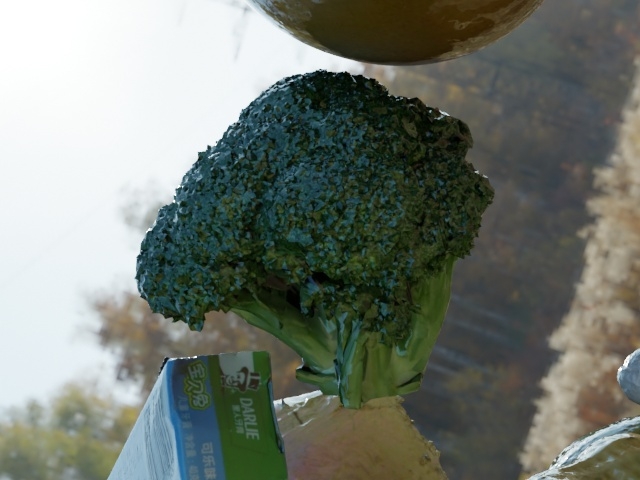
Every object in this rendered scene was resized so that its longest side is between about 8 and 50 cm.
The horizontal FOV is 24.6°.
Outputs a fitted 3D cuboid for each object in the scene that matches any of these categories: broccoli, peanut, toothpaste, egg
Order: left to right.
[{"bbox_3d":[-0.076,0.132,0.744,0.267,0.050,0.065,122,140,-59],"label":"toothpaste"},{"bbox_3d":[0.000,0.000,1.210,0.308,0.307,0.275,-46,-51,-69],"label":"broccoli"},{"bbox_3d":[0.050,-0.286,1.194,0.282,0.351,0.283,-19,-56,-31],"label":"egg"},{"bbox_3d":[0.221,0.219,1.181,0.229,0.098,0.103,-17,-12,-46],"label":"peanut"}]

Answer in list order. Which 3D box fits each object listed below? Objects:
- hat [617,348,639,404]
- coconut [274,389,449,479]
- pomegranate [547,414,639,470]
[{"bbox_3d":[0.312,0.084,1.197,0.162,0.112,0.094,-36,-45,-10],"label":"hat"},{"bbox_3d":[-0.065,0.346,1.368,0.404,0.404,0.405,19,-90,-80],"label":"coconut"},{"bbox_3d":[0.316,0.303,1.491,0.254,0.270,0.254,60,-169,-20],"label":"pomegranate"}]
